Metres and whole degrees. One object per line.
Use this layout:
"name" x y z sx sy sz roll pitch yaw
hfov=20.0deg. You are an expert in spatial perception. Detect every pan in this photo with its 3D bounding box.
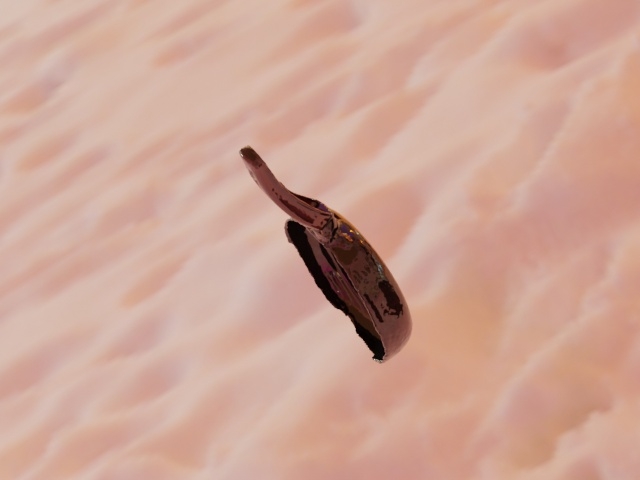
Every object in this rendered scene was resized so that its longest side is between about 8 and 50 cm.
"pan" 0.002 -0.002 1.148 0.040 0.212 0.115 -39 49 -7
